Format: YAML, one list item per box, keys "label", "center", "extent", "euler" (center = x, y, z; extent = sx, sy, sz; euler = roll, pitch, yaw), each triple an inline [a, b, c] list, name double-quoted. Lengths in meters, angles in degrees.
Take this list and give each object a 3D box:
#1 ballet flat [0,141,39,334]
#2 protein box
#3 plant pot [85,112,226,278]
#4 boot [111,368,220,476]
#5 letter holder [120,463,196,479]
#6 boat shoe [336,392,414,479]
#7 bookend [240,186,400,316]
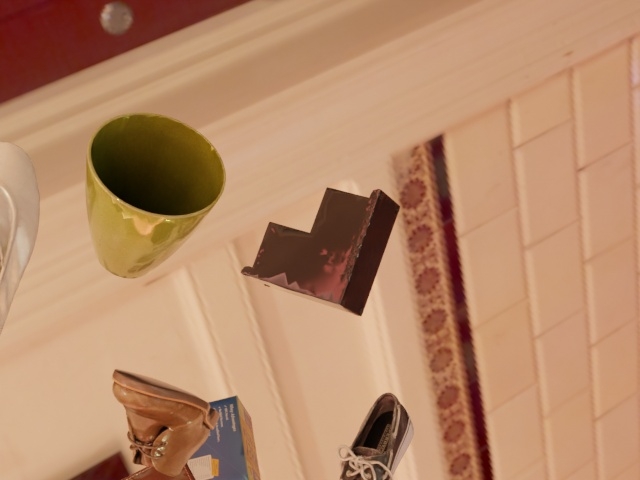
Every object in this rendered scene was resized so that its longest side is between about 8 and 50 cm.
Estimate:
- label: "ballet flat"
  center: [-0.509, 0.042, 1.474]
  extent: [0.139, 0.139, 0.401]
  euler: [-2, 74, 67]
- label: "protein box"
  center: [-0.247, 0.469, 2.172]
  extent: [0.136, 0.201, 0.200]
  euler: [71, -175, -57]
- label: "plant pot"
  center: [-0.368, -0.062, 2.061]
  extent: [0.275, 0.274, 0.293]
  euler: [54, 139, 21]
- label: "boot"
  center: [-0.215, 0.250, 1.352]
  extent: [0.112, 0.115, 0.305]
  euler: [22, 164, 16]
- label: "letter holder"
  center: [-0.250, 0.533, 1.602]
  extent: [0.302, 0.214, 0.152]
  euler: [56, 160, 27]
- label: "boat shoe"
  center: [0.087, 0.417, 1.846]
  extent: [0.113, 0.306, 0.105]
  euler: [9, 139, 33]
- label: "bookend"
  center: [0.000, 0.000, 1.325]
  extent: [0.157, 0.156, 0.072]
  euler: [15, 171, 29]
